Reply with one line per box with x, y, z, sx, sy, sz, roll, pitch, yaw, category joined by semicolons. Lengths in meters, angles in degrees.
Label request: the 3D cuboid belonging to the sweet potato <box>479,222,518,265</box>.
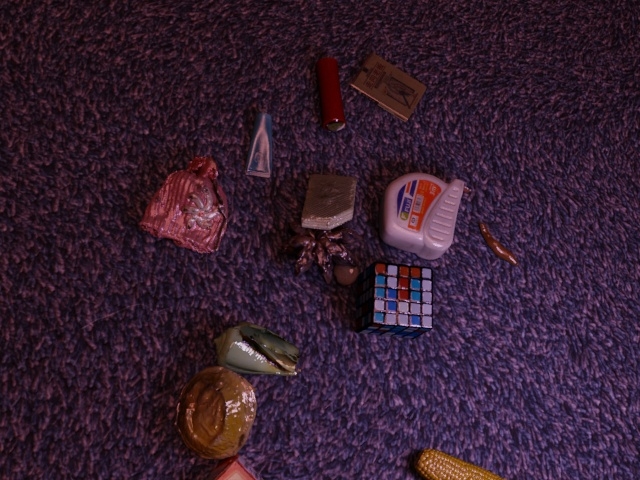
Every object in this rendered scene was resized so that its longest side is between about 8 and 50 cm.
0.568;0.018;1.966;0.044;0.044;0.179;-38;78;-20;sweet potato

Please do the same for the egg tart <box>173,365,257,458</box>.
-0.278;0.446;1.567;0.252;0.098;0.232;-40;74;9;egg tart

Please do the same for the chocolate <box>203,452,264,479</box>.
-0.221;0.701;1.540;0.234;0.108;0.237;-41;86;-19;chocolate

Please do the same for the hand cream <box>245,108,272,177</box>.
-0.187;-0.307;1.910;0.083;0.048;0.225;6;76;-13;hand cream

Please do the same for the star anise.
0.001;-0.001;1.784;0.235;0.109;0.223;-28;55;-16;star anise

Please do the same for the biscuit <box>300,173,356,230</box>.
0.026;-0.118;1.810;0.150;0.052;0.252;6;38;4;biscuit

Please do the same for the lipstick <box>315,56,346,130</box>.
0.032;-0.478;1.990;0.080;0.080;0.242;-3;73;-13;lipstick

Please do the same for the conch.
-0.165;0.297;1.659;0.250;0.137;0.144;9;93;-5;conch

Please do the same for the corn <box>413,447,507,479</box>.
0.405;0.667;1.687;0.305;0.106;0.106;26;69;-2;corn

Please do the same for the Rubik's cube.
0.211;0.175;1.762;0.181;0.184;0.187;7;70;-9;Rubik's cube

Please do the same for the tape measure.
0.314;-0.084;1.901;0.264;0.130;0.258;18;67;0;tape measure

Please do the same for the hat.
-0.370;-0.120;1.771;0.236;0.107;0.287;22;74;-15;hat

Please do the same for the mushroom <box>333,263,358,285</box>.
0.084;0.095;1.827;0.079;0.085;0.085;24;61;-50;mushroom

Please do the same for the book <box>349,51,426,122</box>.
0.232;-0.522;2.075;0.230;0.026;0.161;31;69;-1;book
